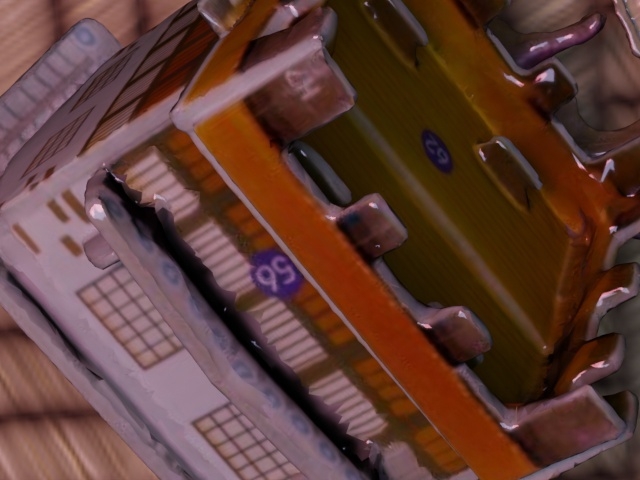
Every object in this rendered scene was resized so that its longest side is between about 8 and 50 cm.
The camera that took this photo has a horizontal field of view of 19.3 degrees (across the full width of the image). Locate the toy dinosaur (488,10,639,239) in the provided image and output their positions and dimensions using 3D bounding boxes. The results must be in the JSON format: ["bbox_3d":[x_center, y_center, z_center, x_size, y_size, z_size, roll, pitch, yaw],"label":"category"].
[{"bbox_3d":[0.020,-0.055,0.831,0.251,0.072,0.200,-14,102,0],"label":"toy dinosaur"}]

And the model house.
[{"bbox_3d":[0.000,0.000,0.726,0.215,0.198,0.224,-28,112,34],"label":"model house"}]

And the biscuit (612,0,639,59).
[{"bbox_3d":[0.158,-0.208,0.792,0.150,0.052,0.252,-25,84,22],"label":"biscuit"}]
